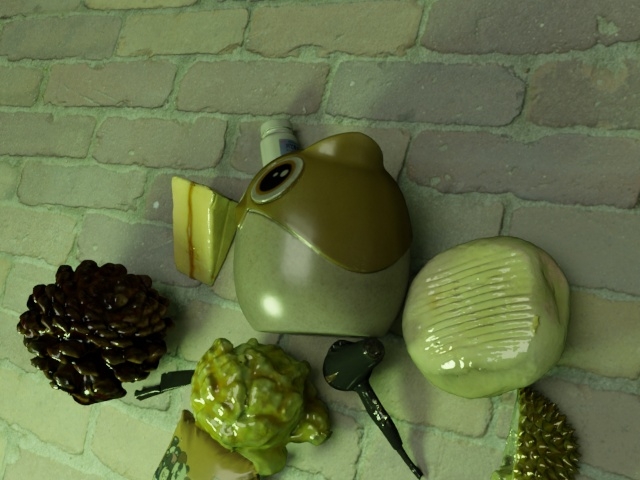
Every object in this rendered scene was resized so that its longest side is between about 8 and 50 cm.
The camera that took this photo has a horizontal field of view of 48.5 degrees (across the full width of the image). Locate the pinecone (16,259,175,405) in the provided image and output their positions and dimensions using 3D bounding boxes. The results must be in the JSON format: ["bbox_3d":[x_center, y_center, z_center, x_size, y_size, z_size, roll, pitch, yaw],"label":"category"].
[{"bbox_3d":[-0.613,0.251,1.922,0.398,0.398,0.397,-8,74,28],"label":"pinecone"}]

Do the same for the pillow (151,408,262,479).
[{"bbox_3d":[-0.308,0.625,1.788,0.312,0.119,0.310,26,87,34],"label":"pillow"}]

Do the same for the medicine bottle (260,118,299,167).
[{"bbox_3d":[-0.106,-0.224,1.901,0.103,0.103,0.186,-18,69,25],"label":"medicine bottle"}]

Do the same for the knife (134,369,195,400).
[{"bbox_3d":[-0.421,0.393,1.973,0.231,0.028,0.060,-19,56,23],"label":"knife"}]

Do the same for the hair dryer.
[{"bbox_3d":[0.142,0.368,1.564,0.120,0.303,0.359,-30,83,-25],"label":"hair dryer"}]

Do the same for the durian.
[{"bbox_3d":[0.409,0.443,1.412,0.166,0.172,0.306,2,86,55],"label":"durian"}]

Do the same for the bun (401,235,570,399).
[{"bbox_3d":[0.355,0.166,1.477,0.361,0.213,0.361,-22,52,31],"label":"bun"}]

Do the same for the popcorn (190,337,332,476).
[{"bbox_3d":[-0.156,0.368,1.685,0.336,0.279,0.274,21,69,44],"label":"popcorn"}]

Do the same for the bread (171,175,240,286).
[{"bbox_3d":[-0.344,-0.025,1.952,0.168,0.163,0.264,20,88,31],"label":"bread"}]

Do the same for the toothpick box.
[{"bbox_3d":[0.000,0.000,1.599,0.409,0.409,0.425,-2,78,29],"label":"toothpick box"}]
